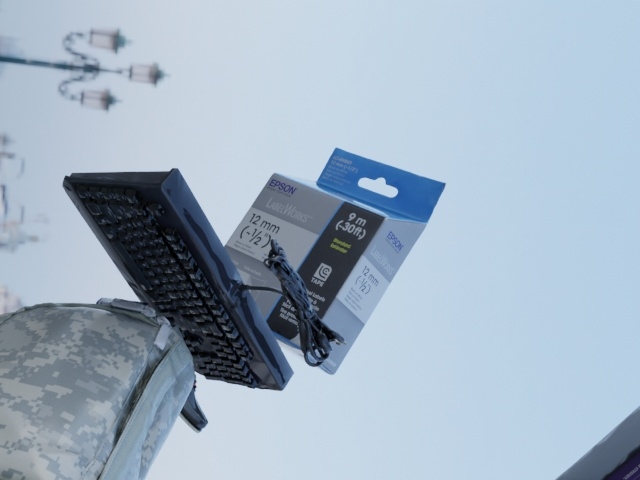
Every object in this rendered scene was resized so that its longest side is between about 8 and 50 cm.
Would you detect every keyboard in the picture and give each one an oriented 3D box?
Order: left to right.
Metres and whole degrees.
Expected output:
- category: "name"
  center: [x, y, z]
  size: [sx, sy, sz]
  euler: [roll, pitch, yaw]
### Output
- category: "keyboard"
  center: [-0.094, 0.050, 0.942]
  size: [0.317, 0.202, 0.033]
  euler: [64, 34, -46]

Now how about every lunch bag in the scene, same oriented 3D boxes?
- category: "lunch bag"
  center: [-0.260, 0.194, 0.886]
  size: [0.305, 0.256, 0.212]
  euler: [-71, 140, -61]

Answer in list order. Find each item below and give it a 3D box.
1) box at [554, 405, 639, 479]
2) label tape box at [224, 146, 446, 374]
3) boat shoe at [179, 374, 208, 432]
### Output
- category: "box"
  center: [0.403, 0.272, 1.097]
  size: [0.261, 0.184, 0.103]
  euler: [-53, -179, 29]
- category: "label tape box"
  center: [0.000, 0.000, 1.572]
  size: [0.249, 0.115, 0.347]
  euler: [24, -103, 39]
- category: "boat shoe"
  center: [-0.177, 0.179, 1.268]
  size: [0.133, 0.042, 0.049]
  euler: [58, 1, 10]
